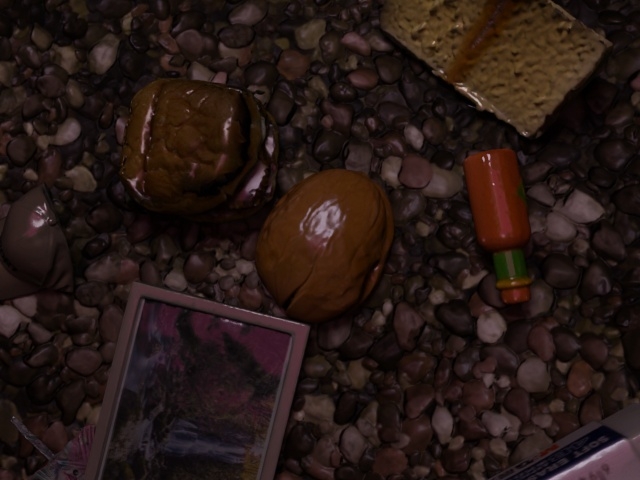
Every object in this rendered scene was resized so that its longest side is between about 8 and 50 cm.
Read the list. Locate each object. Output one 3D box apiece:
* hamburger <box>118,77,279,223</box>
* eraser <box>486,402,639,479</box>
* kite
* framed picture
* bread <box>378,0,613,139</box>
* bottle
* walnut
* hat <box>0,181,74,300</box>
[{"bbox_3d":[-0.155,-0.118,0.879,0.206,0.130,0.183,7,81,9],"label":"hamburger"},{"bbox_3d":[0.267,0.285,0.779,0.279,0.124,0.081,-29,81,2],"label":"eraser"},{"bbox_3d":[-0.344,0.279,0.906,0.137,0.005,0.152,-41,80,1],"label":"kite"},{"bbox_3d":[-0.162,0.232,0.873,0.240,0.020,0.324,15,88,6],"label":"framed picture"},{"bbox_3d":[0.214,-0.259,0.864,0.266,0.142,0.178,40,129,8],"label":"bread"},{"bbox_3d":[0.222,-0.015,0.855,0.069,0.069,0.187,-9,83,5],"label":"bottle"},{"bbox_3d":[0.000,-0.002,0.865,0.167,0.087,0.211,25,86,11],"label":"walnut"},{"bbox_3d":[-0.406,0.016,0.908,0.175,0.085,0.147,-22,82,2],"label":"hat"}]
